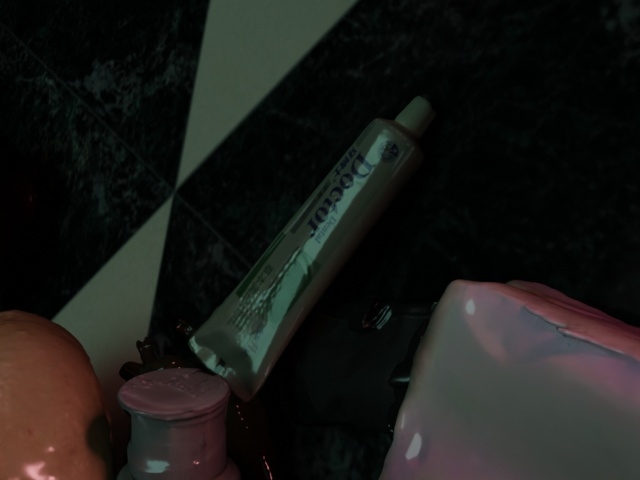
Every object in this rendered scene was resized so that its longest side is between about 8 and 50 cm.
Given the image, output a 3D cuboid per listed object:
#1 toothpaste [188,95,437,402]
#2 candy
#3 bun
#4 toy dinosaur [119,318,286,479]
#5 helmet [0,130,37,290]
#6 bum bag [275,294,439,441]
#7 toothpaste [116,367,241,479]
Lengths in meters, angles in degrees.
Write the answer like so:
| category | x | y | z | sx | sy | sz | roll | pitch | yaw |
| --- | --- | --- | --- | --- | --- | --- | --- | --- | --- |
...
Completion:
| category | x | y | z | sx | sy | sz | roll | pitch | yaw |
| --- | --- | --- | --- | --- | --- | --- | --- | --- | --- |
| toothpaste | 0.000 | 0.000 | 0.593 | 0.064 | 0.041 | 0.218 | 39 | 92 | 30 |
| candy | 0.146 | 0.123 | 0.381 | 0.265 | 0.116 | 0.155 | 24 | 95 | 47 |
| bun | -0.259 | 0.210 | 0.662 | 0.362 | 0.235 | 0.326 | 119 | 154 | -43 |
| toy dinosaur | -0.067 | 0.145 | 0.671 | 0.187 | 0.087 | 0.178 | 13 | 126 | 62 |
| helmet | -0.373 | -0.029 | 0.908 | 0.189 | 0.193 | 0.215 | -10 | 67 | 47 |
| bum bag | 0.022 | 0.074 | 0.567 | 0.198 | 0.049 | 0.087 | -5 | 80 | 55 |
| toothpaste | -0.084 | 0.229 | 0.585 | 0.114 | 0.073 | 0.299 | 14 | 111 | 44 |
